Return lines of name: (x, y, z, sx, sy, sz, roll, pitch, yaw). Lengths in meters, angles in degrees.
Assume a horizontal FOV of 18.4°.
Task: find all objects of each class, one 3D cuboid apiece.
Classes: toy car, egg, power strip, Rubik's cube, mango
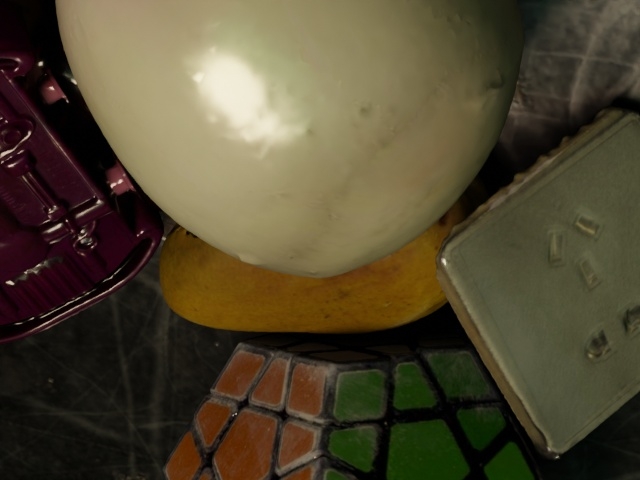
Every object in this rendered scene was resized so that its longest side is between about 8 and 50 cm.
toy car: (-0.275, -0.092, 1.469, 0.271, 0.240, 0.340, -27, 142, 2)
egg: (-0.027, -0.140, 1.291, 0.283, 0.283, 0.345, -32, 113, 30)
power strip: (0.185, 0.028, 1.479, 0.198, 0.064, 0.213, -35, 114, -16)
Rubik's cube: (0.036, 0.205, 1.548, 0.264, 0.319, 0.319, 34, 130, 26)
mango: (0.000, 0.000, 1.498, 0.262, 0.130, 0.167, -8, 134, 10)
